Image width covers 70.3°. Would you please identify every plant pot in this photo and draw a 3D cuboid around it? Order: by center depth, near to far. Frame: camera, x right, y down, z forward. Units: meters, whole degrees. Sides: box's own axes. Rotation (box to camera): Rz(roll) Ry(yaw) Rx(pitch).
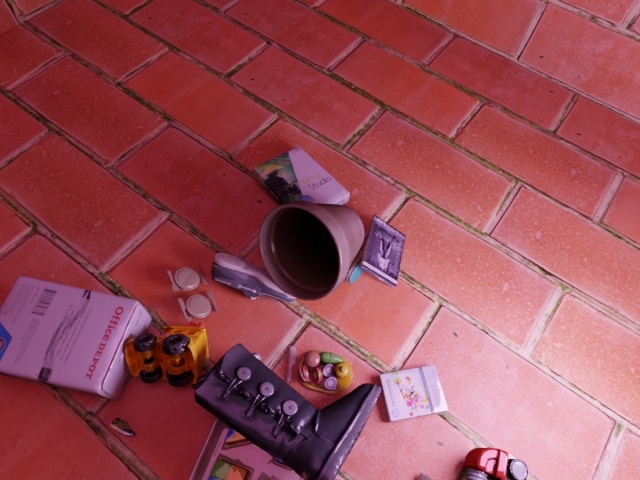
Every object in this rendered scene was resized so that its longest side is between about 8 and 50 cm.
[{"bbox_3d":[0.000,0.000,1.534,0.323,0.323,0.280,38,35,16],"label":"plant pot"}]

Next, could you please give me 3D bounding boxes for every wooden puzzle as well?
[{"bbox_3d":[-0.174,0.639,1.301,0.348,0.080,0.321,19,62,7],"label":"wooden puzzle"}]

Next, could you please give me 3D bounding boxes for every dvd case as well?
[{"bbox_3d":[0.230,0.038,1.642,0.165,0.018,0.221,31,57,-25],"label":"dvd case"}]

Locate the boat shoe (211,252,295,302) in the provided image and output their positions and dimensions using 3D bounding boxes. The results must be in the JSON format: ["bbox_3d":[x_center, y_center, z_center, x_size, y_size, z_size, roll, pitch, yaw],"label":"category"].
[{"bbox_3d":[-0.231,0.149,1.576,0.320,0.116,0.099,24,106,2],"label":"boat shoe"}]

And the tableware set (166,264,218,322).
[{"bbox_3d":[-0.440,0.182,1.549,0.128,0.039,0.194,-9,63,-42],"label":"tableware set"}]

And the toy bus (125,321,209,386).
[{"bbox_3d":[-0.457,0.328,1.419,0.221,0.149,0.211,2,24,9],"label":"toy bus"}]

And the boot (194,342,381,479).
[{"bbox_3d":[-0.085,0.448,1.327,0.446,0.146,0.367,27,37,18],"label":"boot"}]

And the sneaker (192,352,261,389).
[{"bbox_3d":[-0.280,0.433,1.410,0.224,0.083,0.098,-22,77,-10],"label":"sneaker"}]

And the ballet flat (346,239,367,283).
[{"bbox_3d":[0.139,0.072,1.645,0.067,0.073,0.206,25,56,32],"label":"ballet flat"}]

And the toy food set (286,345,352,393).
[{"bbox_3d":[-0.003,0.406,1.443,0.218,0.071,0.128,12,61,3],"label":"toy food set"}]

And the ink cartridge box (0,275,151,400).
[{"bbox_3d":[-0.774,0.301,1.400,0.396,0.166,0.285,12,62,4],"label":"ink cartridge box"}]

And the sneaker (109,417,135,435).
[{"bbox_3d":[-0.585,0.553,1.351,0.083,0.031,0.035,21,62,8],"label":"sneaker"}]

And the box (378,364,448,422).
[{"bbox_3d":[0.291,0.482,1.439,0.187,0.038,0.145,-8,62,-6],"label":"box"}]

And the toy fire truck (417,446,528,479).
[{"bbox_3d":[0.424,0.688,1.289,0.247,0.158,0.216,23,62,-3],"label":"toy fire truck"}]

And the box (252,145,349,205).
[{"bbox_3d":[-0.077,-0.217,1.758,0.232,0.058,0.322,-31,61,-27],"label":"box"}]

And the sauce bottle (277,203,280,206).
[{"bbox_3d":[-0.100,-0.116,1.739,0.128,0.042,0.042,17,62,3],"label":"sauce bottle"}]
